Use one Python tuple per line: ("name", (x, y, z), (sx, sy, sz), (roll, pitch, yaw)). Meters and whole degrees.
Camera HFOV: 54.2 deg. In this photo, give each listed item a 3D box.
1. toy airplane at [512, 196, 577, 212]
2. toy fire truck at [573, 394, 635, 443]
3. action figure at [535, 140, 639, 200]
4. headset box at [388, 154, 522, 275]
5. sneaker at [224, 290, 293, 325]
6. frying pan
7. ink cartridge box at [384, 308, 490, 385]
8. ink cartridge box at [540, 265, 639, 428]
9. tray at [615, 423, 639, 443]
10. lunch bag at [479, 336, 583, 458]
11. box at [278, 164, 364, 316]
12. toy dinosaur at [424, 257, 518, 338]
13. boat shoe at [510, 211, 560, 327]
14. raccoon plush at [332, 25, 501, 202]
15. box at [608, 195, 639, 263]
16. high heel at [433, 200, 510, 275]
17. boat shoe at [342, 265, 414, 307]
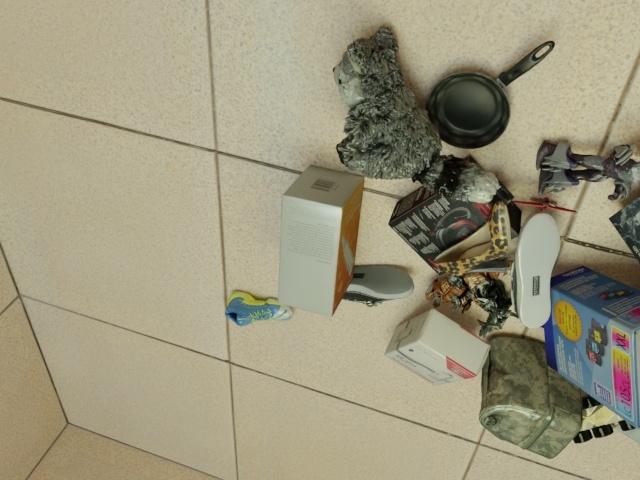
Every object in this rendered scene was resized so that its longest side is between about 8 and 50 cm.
("toy airplane", (0.549, -0.089, 1.525), (0.151, 0.151, 0.028), (11, 93, 15))
("toy fire truck", (0.865, 0.526, 1.895), (0.217, 0.246, 0.159), (-28, 76, 28))
("action figure", (0.643, -0.159, 1.419), (0.284, 0.099, 0.185), (5, 148, 31))
("headset box", (0.360, -0.064, 1.626), (0.218, 0.110, 0.293), (43, 132, -15))
("sneaker", (-0.220, 0.259, 2.153), (0.240, 0.126, 0.091), (12, 132, 16))
("frying pan", (0.363, -0.351, 1.424), (0.197, 0.053, 0.326), (25, 132, 4))
("ink cartridge box", (0.346, 0.332, 1.898), (0.207, 0.117, 0.283), (32, 156, -3))
("ink cartridge box", (0.700, 0.240, 1.573), (0.151, 0.395, 0.270), (-16, 109, -12))
("tray", (1.049, 0.563, 1.905), (0.145, 0.030, 0.270), (32, 134, -2))
("lunch bag", (0.593, 0.439, 1.824), (0.256, 0.305, 0.213), (21, 132, 1))
("box", (0.000, 0.000, 1.737), (0.168, 0.215, 0.345), (13, 122, 14))
("toy dinosaur", (0.445, 0.136, 1.744), (0.218, 0.164, 0.322), (57, 149, -5))
("boat shoe", (0.531, 0.067, 1.582), (0.108, 0.102, 0.301), (-8, 109, -5))
("raccoon plush", (0.224, -0.300, 1.428), (0.446, 0.216, 0.299), (16, 128, 12))
("box", (0.779, -0.035, 1.421), (0.158, 0.093, 0.156), (-50, 60, 46))
("high heel", (0.367, -0.002, 1.530), (0.186, 0.093, 0.261), (1, 139, 14))
("boat shoe", (0.148, 0.150, 1.907), (0.306, 0.113, 0.105), (-1, 134, 29))
